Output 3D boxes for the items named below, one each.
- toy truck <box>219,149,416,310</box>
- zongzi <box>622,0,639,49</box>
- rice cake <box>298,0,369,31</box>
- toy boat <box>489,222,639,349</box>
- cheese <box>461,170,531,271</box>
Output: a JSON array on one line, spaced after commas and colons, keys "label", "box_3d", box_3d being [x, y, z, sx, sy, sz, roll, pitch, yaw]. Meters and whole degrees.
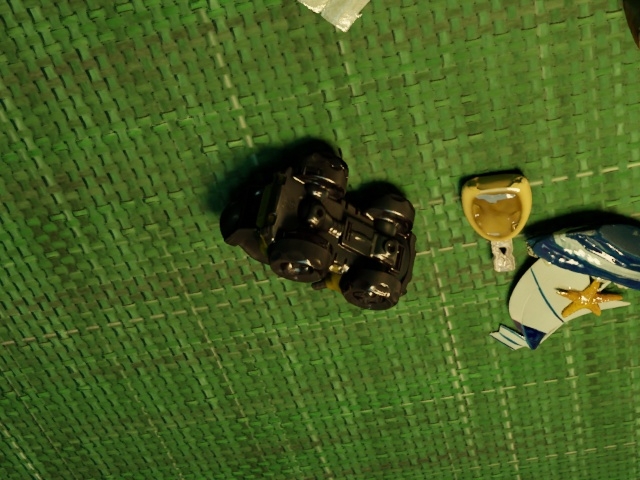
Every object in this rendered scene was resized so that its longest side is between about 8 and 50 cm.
[{"label": "toy truck", "box_3d": [0.000, 0.000, 1.501, 0.224, 0.147, 0.165, 26, 153, -30]}, {"label": "zongzi", "box_3d": [0.491, -0.211, 1.299, 0.260, 0.123, 0.289, -29, 130, 26]}, {"label": "rice cake", "box_3d": [0.044, -0.315, 1.228, 0.124, 0.038, 0.211, 28, 128, -29]}, {"label": "toy boat", "box_3d": [0.331, 0.069, 1.653, 0.221, 0.067, 0.291, 18, 144, -19]}, {"label": "cheese", "box_3d": [0.227, -0.018, 1.552, 0.086, 0.036, 0.162, -8, 136, 7]}]
